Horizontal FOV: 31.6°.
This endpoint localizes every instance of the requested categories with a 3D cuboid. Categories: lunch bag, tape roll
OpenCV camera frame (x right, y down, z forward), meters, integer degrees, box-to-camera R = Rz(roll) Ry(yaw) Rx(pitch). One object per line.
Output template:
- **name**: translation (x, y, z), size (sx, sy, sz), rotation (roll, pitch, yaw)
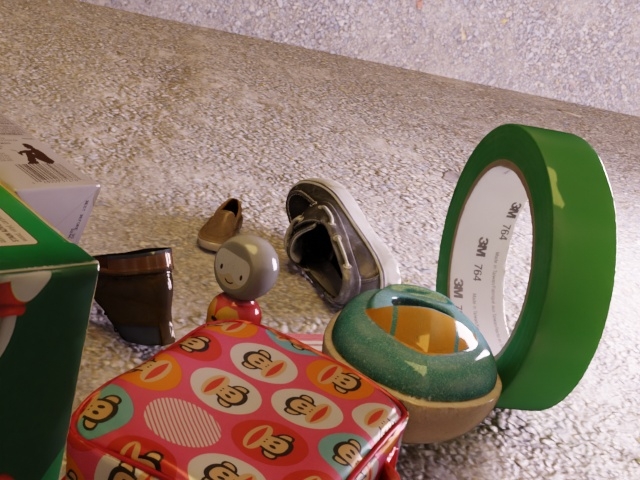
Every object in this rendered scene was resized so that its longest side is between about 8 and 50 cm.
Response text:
- **lunch bag**: translation (-0.049, 0.188, 0.963), size (0.258, 0.120, 0.293), rotation (23, 23, 20)
- **tape roll**: translation (0.224, 0.031, 1.287), size (0.077, 0.321, 0.321), rotation (8, 22, -15)

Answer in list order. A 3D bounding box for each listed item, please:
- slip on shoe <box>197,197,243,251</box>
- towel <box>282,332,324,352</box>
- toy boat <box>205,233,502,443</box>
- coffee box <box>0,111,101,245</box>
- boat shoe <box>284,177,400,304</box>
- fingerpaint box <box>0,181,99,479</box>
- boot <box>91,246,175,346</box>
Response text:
- **slip on shoe**: translation (-0.138, -0.023, 1.599), size (0.051, 0.041, 0.135), rotation (17, 21, 9)
- **towel**: translation (-0.016, 0.157, 1.244), size (0.144, 0.029, 0.197), rotation (4, 23, -30)
- **toy boat**: translation (0.036, 0.095, 1.170), size (0.318, 0.148, 0.267), rotation (13, 14, -6)
- **coffee box**: translation (-0.378, -0.055, 1.102), size (0.297, 0.168, 0.119), rotation (34, 21, 23)
- **boat shoe**: translation (0.000, 0.000, 1.550), size (0.102, 0.108, 0.301), rotation (3, 30, -28)
- **fingerpaint box**: translation (-0.350, 0.093, 0.732), size (0.163, 0.371, 0.444), rotation (-5, 28, -42)
- **boot**: translation (-0.238, 0.068, 1.290), size (0.082, 0.106, 0.219), rotation (-11, 3, -39)
